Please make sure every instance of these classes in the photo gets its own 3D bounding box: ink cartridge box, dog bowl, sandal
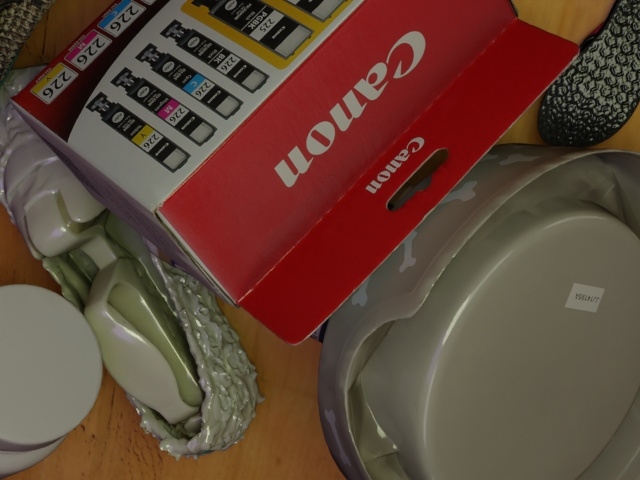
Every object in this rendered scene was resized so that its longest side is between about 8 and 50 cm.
[{"bbox_3d":[-0.018,-0.121,0.962,0.309,0.130,0.272,-47,48,-10],"label":"ink cartridge box"},{"bbox_3d":[0.146,0.085,1.018,0.102,0.349,0.349,29,118,46],"label":"dog bowl"},{"bbox_3d":[0.238,-0.149,1.067,0.067,0.040,0.179,32,99,0],"label":"sandal"}]

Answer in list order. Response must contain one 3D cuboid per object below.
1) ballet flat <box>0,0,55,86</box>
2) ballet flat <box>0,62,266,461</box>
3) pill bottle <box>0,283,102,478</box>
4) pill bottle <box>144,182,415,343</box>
[{"bbox_3d":[-0.261,-0.259,1.064,0.483,0.182,0.164,-46,66,27],"label":"ballet flat"},{"bbox_3d":[-0.185,0.019,1.198,0.147,0.147,0.409,-31,94,23],"label":"ballet flat"},{"bbox_3d":[-0.311,0.139,1.198,0.160,0.160,0.283,56,143,-4],"label":"pill bottle"},{"bbox_3d":[0.000,0.000,1.121,0.265,0.153,0.153,27,112,8],"label":"pill bottle"}]
